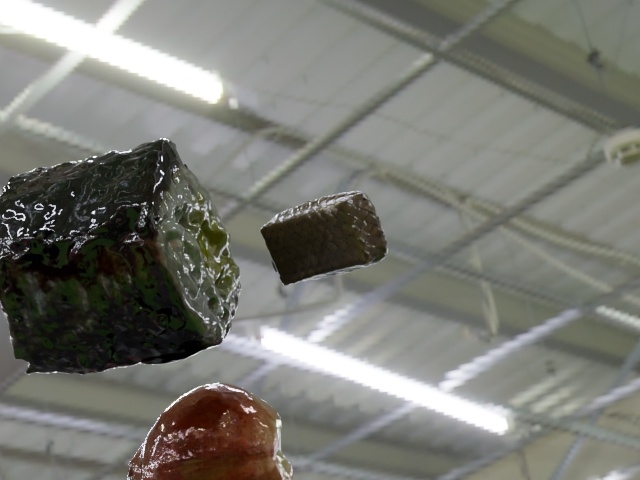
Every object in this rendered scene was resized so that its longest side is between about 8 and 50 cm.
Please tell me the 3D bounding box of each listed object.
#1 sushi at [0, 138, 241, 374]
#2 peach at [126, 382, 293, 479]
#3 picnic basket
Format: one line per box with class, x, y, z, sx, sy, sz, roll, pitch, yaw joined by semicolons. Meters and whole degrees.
sushi;-0.293;0.023;1.956;0.294;0.281;0.299;-8;-72;16
peach;-0.176;0.338;2.108;0.257;0.232;0.232;-9;-30;4
picnic basket;0.000;0.000;1.872;0.055;0.110;0.193;-26;6;-42
